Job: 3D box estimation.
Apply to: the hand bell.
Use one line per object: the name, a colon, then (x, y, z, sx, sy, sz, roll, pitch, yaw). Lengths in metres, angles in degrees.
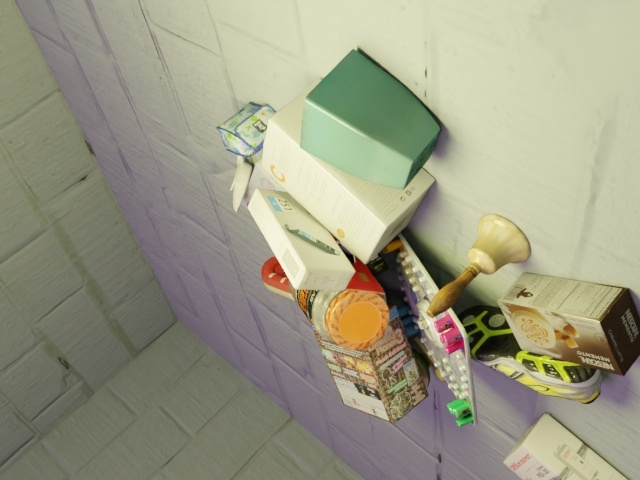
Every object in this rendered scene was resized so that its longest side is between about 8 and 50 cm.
hand bell: (0.294, 0.068, 1.453, 0.126, 0.242, 0.126, 38, 155, 22)

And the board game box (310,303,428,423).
board game box: (0.132, 0.323, 2.016, 0.232, 0.141, 0.291, 5, 121, 55)

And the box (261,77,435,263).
box: (0.050, -0.150, 1.632, 0.345, 0.168, 0.215, 43, 157, 10)

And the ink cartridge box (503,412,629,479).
ink cartridge box: (0.630, 0.600, 1.864, 0.283, 0.117, 0.207, 40, 156, 18)

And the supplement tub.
supplement tub: (0.047, 0.141, 1.841, 0.194, 0.193, 0.316, 59, 174, -23)

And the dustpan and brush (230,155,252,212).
dustpan and brush: (-0.231, -0.206, 2.132, 0.060, 0.147, 0.211, 19, 120, -7)

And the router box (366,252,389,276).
router box: (0.106, 0.014, 1.861, 0.133, 0.046, 0.179, 60, 175, -11)

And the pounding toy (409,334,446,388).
pounding toy: (0.273, 0.341, 2.129, 0.183, 0.110, 0.237, 52, 138, -7)

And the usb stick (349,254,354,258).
usb stick: (0.147, 0.160, 2.056, 0.278, 0.045, 0.077, 56, -179, -1)

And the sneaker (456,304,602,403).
sneaker: (0.444, 0.264, 1.633, 0.384, 0.145, 0.147, 24, 152, 51)

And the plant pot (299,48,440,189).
plant pot: (0.103, -0.219, 1.445, 0.234, 0.166, 0.165, 35, 155, 13)

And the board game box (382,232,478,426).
board game box: (0.258, 0.209, 1.779, 0.390, 0.050, 0.390, 73, 172, -45)

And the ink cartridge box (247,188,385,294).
ink cartridge box: (0.000, 0.000, 1.703, 0.066, 0.261, 0.296, -62, 41, 29)

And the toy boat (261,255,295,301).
toy boat: (-0.074, 0.080, 2.125, 0.231, 0.151, 0.151, 15, 113, 50)

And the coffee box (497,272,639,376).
coffee box: (0.490, 0.158, 1.434, 0.246, 0.098, 0.141, 9, 136, 56)

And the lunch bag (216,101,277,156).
lunch bag: (-0.169, -0.278, 1.865, 0.151, 0.129, 0.096, 28, 150, 41)

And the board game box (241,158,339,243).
board game box: (-0.084, -0.065, 2.133, 0.318, 0.066, 0.319, 46, 157, 3)
